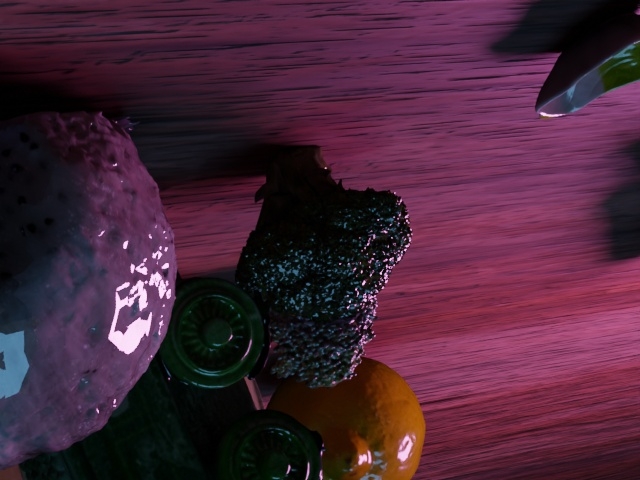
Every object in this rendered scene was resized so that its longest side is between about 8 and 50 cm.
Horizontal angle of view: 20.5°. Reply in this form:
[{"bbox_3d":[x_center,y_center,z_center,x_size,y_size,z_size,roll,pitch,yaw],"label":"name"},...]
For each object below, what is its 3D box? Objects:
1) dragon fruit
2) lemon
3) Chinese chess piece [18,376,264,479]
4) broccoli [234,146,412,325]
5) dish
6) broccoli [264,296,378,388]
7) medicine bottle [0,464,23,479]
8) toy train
[{"bbox_3d":[-0.224,0.046,1.129,0.283,0.204,0.221,-17,175,-7],"label":"dragon fruit"},{"bbox_3d":[0.027,0.216,1.987,0.184,0.184,0.248,-20,180,6],"label":"lemon"},{"bbox_3d":[-0.152,0.161,1.520,0.101,0.250,0.250,-23,163,33],"label":"Chinese chess piece"},{"bbox_3d":[0.000,0.000,1.374,0.145,0.138,0.162,-19,164,2],"label":"broccoli"},{"bbox_3d":[0.213,-0.139,1.334,0.137,0.039,0.091,-31,163,37],"label":"dish"},{"bbox_3d":[-0.008,0.084,1.721,0.118,0.122,0.204,1,173,-9],"label":"broccoli"},{"bbox_3d":[-0.365,0.250,1.748,0.147,0.147,0.143,-5,162,-36],"label":"medicine bottle"},{"bbox_3d":[-0.121,0.147,1.346,0.202,0.266,0.145,-26,-174,-24],"label":"toy train"}]
